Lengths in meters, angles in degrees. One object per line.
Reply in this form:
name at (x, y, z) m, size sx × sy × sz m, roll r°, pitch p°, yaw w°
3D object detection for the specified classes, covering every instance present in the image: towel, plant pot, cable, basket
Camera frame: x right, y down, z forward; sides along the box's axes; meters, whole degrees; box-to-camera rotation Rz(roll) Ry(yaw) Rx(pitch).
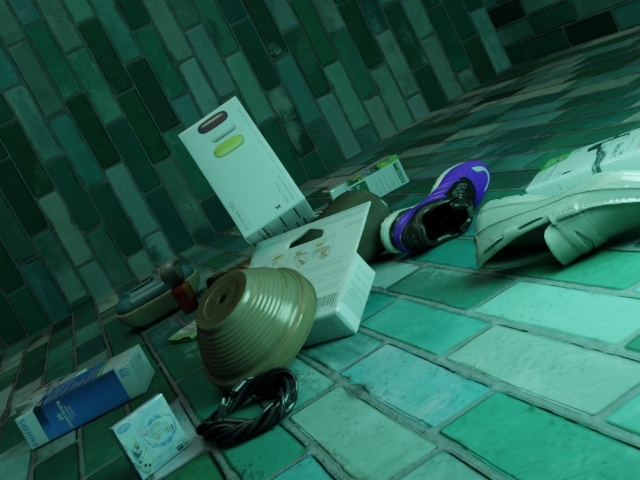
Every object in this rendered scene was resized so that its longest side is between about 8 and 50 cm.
towel at (-0.281, 0.194, 1.967) m, size 0.113 × 0.023 × 0.152 m, roll -17°, pitch 14°, yaw 49°
plant pot at (-0.130, 0.128, 1.382) m, size 0.237 × 0.109 × 0.237 m, roll -32°, pitch 35°, yaw 26°
cable at (-0.105, 0.239, 1.202) m, size 0.150 × 0.047 × 0.184 m, roll -33°, pitch 12°, yaw -27°
basket at (0.019, 0.023, 1.694) m, size 0.227 × 0.154 × 0.204 m, roll -41°, pitch 4°, yaw -38°

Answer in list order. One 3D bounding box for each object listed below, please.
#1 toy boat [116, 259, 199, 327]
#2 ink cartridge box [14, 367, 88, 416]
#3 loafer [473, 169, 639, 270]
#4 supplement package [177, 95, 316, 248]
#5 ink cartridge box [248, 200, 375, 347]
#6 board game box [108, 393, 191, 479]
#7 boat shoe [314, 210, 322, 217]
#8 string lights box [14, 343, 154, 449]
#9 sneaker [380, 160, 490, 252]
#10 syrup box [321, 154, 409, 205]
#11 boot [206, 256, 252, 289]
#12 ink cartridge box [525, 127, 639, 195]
toy boat at (-0.441, 0.134, 2.333) m, size 0.267 × 0.148 × 0.318 m, roll -33°, pitch 11°, yaw -30°
ink cartridge box at (-0.590, 0.354, 1.862) m, size 0.150 × 0.063 × 0.109 m, roll -23°, pitch 11°, yaw 28°
loafer at (0.357, -0.018, 1.167) m, size 0.319 × 0.112 × 0.112 m, roll -16°, pitch 51°, yaw 47°
supplement package at (-0.146, -0.126, 1.717) m, size 0.145 × 0.262 × 0.204 m, roll -35°, pitch -14°, yaw 0°
ink cartridge box at (-0.033, 0.080, 1.501) m, size 0.296 × 0.066 × 0.261 m, roll -19°, pitch 36°, yaw 37°
board game box at (-0.249, 0.287, 1.216) m, size 0.090 × 0.090 × 0.020 m, roll -34°, pitch 12°, yaw -34°
boat shoe at (-0.003, 0.000, 1.882) m, size 0.118 × 0.103 × 0.320 m, roll 10°, pitch 33°, yaw 31°
string lights box at (-0.482, 0.319, 1.712) m, size 0.259 × 0.077 × 0.133 m, roll -27°, pitch 9°, yaw 2°
sneaker at (0.265, -0.064, 1.642) m, size 0.293 × 0.102 × 0.146 m, roll -38°, pitch 18°, yaw -27°
syrup box at (0.132, -0.159, 2.456) m, size 0.236 × 0.093 × 0.096 m, roll -30°, pitch 11°, yaw -13°
boot at (-0.127, 0.060, 2.061) m, size 0.269 × 0.089 × 0.236 m, roll -28°, pitch 18°, yaw -31°
ink cartridge box at (0.455, -0.102, 1.324) m, size 0.208 × 0.087 × 0.153 m, roll -19°, pitch 14°, yaw 36°
